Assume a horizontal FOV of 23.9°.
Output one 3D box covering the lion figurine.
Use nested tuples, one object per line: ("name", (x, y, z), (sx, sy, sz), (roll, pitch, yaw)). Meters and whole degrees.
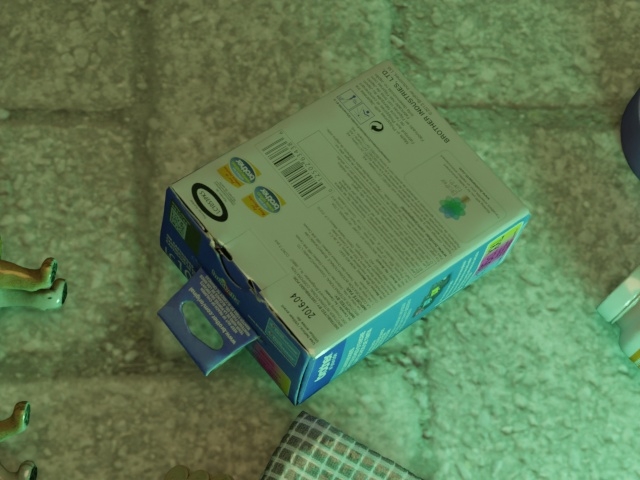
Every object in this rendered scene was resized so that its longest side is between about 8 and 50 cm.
("lion figurine", (-0.428, 0.118, 1.725), (0.240, 0.142, 0.392), (7, 74, 4))

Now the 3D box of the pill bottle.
("pill bottle", (0.442, 0.127, 1.830), (0.121, 0.121, 0.216), (-42, 80, -18))

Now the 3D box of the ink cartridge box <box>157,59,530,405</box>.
("ink cartridge box", (0.000, 0.000, 1.754), (0.395, 0.151, 0.270), (-32, 70, -25))

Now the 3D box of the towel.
("towel", (0.040, 0.357, 1.704), (0.284, 0.121, 0.235), (29, 71, 4))

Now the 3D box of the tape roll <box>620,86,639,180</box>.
("tape roll", (0.489, -0.144, 1.952), (0.189, 0.080, 0.189), (2, 72, -6))

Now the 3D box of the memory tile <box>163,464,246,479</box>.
("memory tile", (-0.141, 0.312, 1.704), (0.012, 0.148, 0.113), (43, 63, -38))
